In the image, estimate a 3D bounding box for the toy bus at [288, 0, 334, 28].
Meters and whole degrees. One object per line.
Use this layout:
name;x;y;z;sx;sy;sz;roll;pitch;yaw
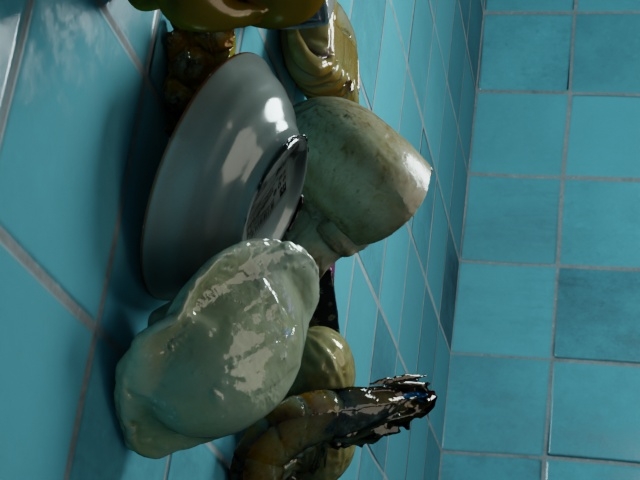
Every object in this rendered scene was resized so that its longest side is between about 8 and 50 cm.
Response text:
toy bus;-0.041;-0.421;1.614;0.138;0.097;0.342;-77;163;-63

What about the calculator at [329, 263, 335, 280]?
calculator;0.000;0.000;1.966;0.190;0.034;0.127;76;14;-47

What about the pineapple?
pineapple;-0.121;-0.150;1.400;0.116;0.069;0.137;-43;144;-79

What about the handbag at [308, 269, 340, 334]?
handbag;-0.022;0.075;1.875;0.139;0.072;0.115;-115;-164;-71

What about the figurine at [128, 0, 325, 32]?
figurine;-0.094;-0.271;1.173;0.228;0.215;0.215;65;30;-59

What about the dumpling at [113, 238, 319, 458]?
dumpling;-0.093;0.088;1.308;0.252;0.131;0.179;-38;137;-18

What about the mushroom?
mushroom;0.009;-0.076;1.717;0.195;0.189;0.253;-43;-176;-6

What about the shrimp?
shrimp;0.018;0.264;1.717;0.054;0.290;0.222;43;-41;45

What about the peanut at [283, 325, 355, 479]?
peanut;-0.018;0.220;1.786;0.111;0.125;0.274;-36;139;-42

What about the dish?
dish;-0.074;-0.047;1.374;0.260;0.085;0.260;-58;161;-33

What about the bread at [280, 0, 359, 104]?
bread;-0.001;-0.246;1.841;0.225;0.081;0.134;44;45;-71
